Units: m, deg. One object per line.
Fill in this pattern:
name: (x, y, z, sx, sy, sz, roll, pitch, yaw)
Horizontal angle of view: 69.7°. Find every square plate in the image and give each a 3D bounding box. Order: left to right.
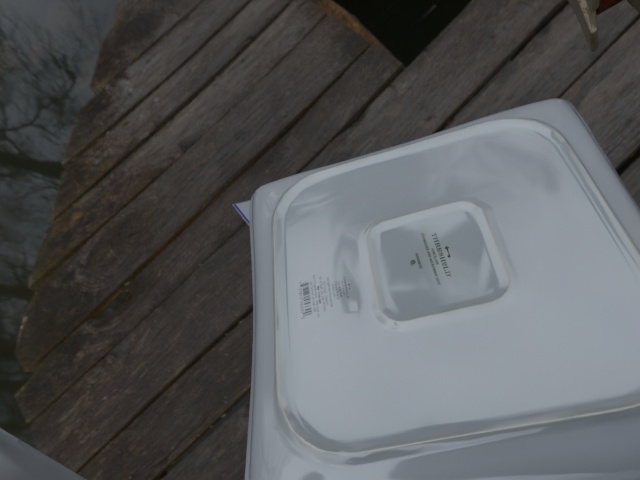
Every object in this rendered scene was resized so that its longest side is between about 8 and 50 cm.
square plate: (0.092, 0.029, 0.367, 0.343, 0.049, 0.348, -14, 51, 10)

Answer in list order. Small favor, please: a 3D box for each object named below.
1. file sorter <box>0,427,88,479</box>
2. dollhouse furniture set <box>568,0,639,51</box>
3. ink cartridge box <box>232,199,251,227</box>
file sorter: (-0.348, 0.396, 0.542, 0.173, 0.278, 0.192, -47, 29, -19)
dollhouse furniture set: (0.369, -0.306, 0.437, 0.261, 0.259, 0.135, -25, 70, 26)
ink cartridge box: (0.000, 0.000, 1.050, 0.307, 0.072, 0.304, -23, 62, -37)
